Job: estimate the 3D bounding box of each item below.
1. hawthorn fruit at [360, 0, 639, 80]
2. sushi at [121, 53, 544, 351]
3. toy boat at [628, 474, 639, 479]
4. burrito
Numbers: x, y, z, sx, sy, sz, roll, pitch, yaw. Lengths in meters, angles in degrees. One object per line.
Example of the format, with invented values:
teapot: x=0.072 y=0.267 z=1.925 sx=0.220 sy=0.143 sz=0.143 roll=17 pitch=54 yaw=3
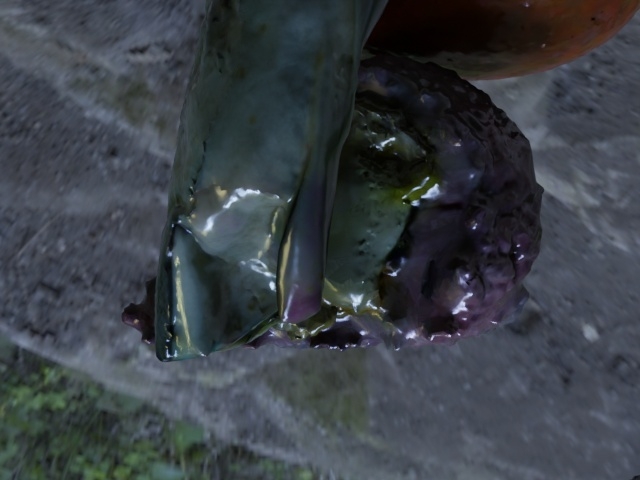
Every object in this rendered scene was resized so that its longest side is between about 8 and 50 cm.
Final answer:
hawthorn fruit: x=0.046 y=-0.213 z=0.950 sx=0.307 sy=0.276 sz=0.276 roll=-18 pitch=102 yaw=-7
sushi: x=0.002 y=-0.020 z=0.910 sx=0.241 sy=0.107 sz=0.161 roll=-1 pitch=91 yaw=30
toy boat: x=0.149 y=0.149 z=0.731 sx=0.062 sy=0.299 sz=0.096 roll=43 pitch=76 yaw=3
burrito: x=-0.003 y=-0.105 z=0.564 sx=0.066 sy=0.096 sz=0.309 roll=14 pitch=90 yaw=-6
